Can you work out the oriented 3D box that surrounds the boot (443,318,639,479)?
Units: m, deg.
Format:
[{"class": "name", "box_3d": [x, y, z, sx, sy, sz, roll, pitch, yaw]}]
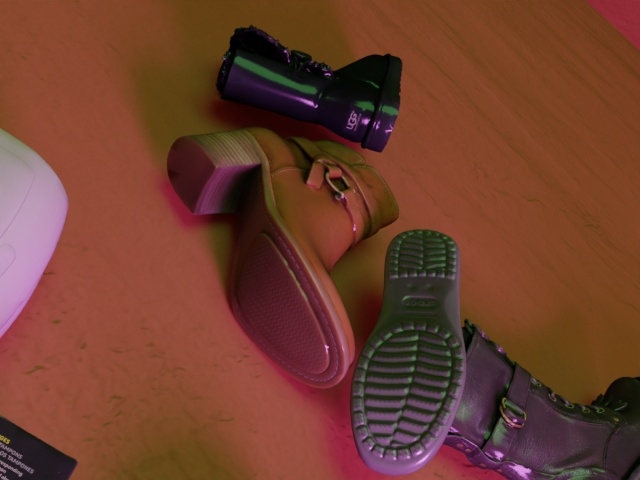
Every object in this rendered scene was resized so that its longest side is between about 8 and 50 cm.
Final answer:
[{"class": "boot", "box_3d": [0.222, 0.160, 0.755, 0.229, 0.091, 0.263, 42, 41, 3]}]

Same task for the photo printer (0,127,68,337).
[{"class": "photo printer", "box_3d": [-0.339, -0.024, 0.491, 0.307, 0.107, 0.256, 33, 40, -8]}]

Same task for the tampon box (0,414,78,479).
[{"class": "tampon box", "box_3d": [-0.220, 0.171, 0.381, 0.101, 0.120, 0.161, 34, 39, -7]}]

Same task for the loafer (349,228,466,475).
[{"class": "loafer", "box_3d": [0.087, 0.103, 0.690, 0.094, 0.087, 0.251, 7, 48, 14]}]

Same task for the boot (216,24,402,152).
[{"class": "boot", "box_3d": [-0.011, -0.199, 0.919, 0.207, 0.094, 0.246, 20, 26, -5]}]

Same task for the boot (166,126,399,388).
[{"class": "boot", "box_3d": [0.000, 0.000, 0.748, 0.220, 0.109, 0.283, -8, 50, -46]}]
